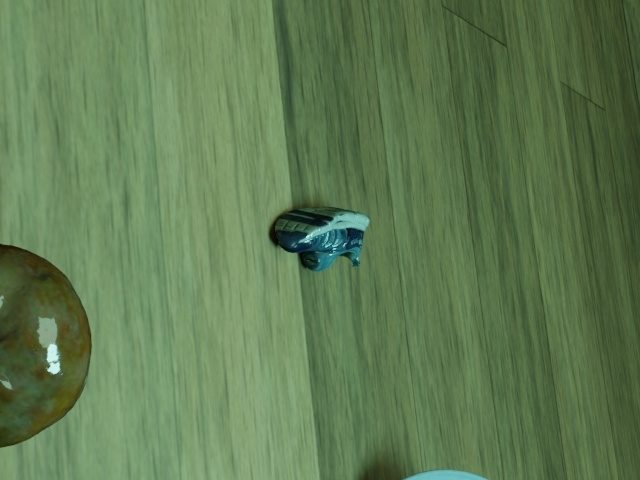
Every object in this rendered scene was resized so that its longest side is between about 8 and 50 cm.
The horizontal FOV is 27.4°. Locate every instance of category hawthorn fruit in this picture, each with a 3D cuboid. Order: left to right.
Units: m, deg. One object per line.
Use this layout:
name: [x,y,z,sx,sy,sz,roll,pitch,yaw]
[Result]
hawthorn fruit: [-0.223,0.067,0.965,0.189,0.149,0.149,-40,113,-57]

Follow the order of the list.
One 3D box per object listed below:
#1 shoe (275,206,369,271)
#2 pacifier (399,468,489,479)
shoe: [0.000,0.000,1.474,0.143,0.064,0.071,-6,103,-56]
pacifier: [0.150,0.412,1.473,0.299,0.244,0.233,53,-7,11]
